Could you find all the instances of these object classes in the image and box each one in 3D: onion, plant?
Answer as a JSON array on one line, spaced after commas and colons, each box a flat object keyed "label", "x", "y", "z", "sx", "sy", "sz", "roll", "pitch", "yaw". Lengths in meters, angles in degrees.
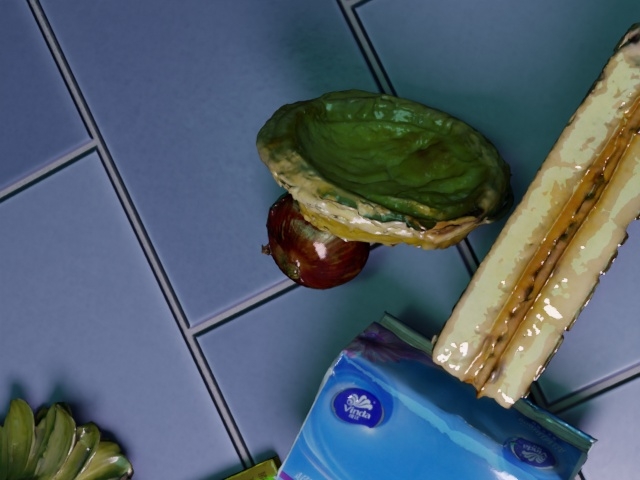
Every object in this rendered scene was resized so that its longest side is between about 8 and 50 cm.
[{"label": "onion", "x": 0.000, "y": 0.000, "z": 1.499, "sx": 0.118, "sy": 0.117, "sz": 0.118, "roll": -6, "pitch": 53, "yaw": 8}, {"label": "plant", "x": -0.328, "y": 0.316, "z": 1.544, "sx": 0.261, "sy": 0.297, "sz": 0.306, "roll": -19, "pitch": 58, "yaw": -9}]

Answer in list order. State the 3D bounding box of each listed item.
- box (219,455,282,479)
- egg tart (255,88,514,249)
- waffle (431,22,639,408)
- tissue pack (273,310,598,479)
[{"label": "box", "x": -0.111, "y": 0.338, "z": 1.579, "sx": 0.193, "sy": 0.030, "sz": 0.121, "roll": -25, "pitch": 85, "yaw": 13}, {"label": "egg tart", "x": 0.066, "y": -0.065, "z": 1.423, "sx": 0.279, "sy": 0.279, "sz": 0.095, "roll": 18, "pitch": 123, "yaw": 13}, {"label": "waffle", "x": 0.252, "y": -0.024, "z": 1.360, "sx": 0.114, "sy": 0.261, "sz": 0.376, "roll": 32, "pitch": 99, "yaw": 6}, {"label": "tissue pack", "x": 0.115, "y": 0.231, "z": 1.440, "sx": 0.263, "sy": 0.146, "sz": 0.198, "roll": 32, "pitch": 118, "yaw": 13}]
